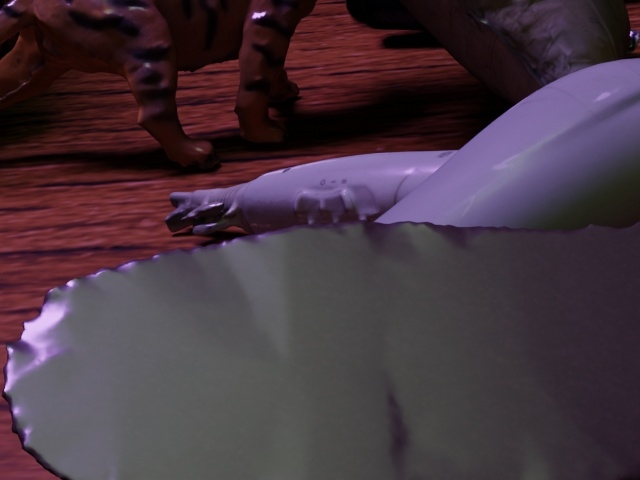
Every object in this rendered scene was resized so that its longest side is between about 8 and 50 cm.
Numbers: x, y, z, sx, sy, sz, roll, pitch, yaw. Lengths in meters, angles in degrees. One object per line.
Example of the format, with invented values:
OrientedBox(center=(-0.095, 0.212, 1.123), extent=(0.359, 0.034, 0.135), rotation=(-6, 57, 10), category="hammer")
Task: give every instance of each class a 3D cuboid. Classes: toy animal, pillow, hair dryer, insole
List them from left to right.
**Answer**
OrientedBox(center=(-0.099, -0.095, 0.890), extent=(0.255, 0.116, 0.114), rotation=(-14, 18, -20), category="toy animal")
OrientedBox(center=(0.000, 0.000, 0.684), extent=(0.206, 0.075, 0.237), rotation=(-28, 20, -35), category="hair dryer")
OrientedBox(center=(0.040, -0.171, 0.895), extent=(0.075, 0.302, 0.185), rotation=(-44, 3, 23), category="pillow")
OrientedBox(center=(0.074, 0.029, 0.549), extent=(0.327, 0.007, 0.111), rotation=(-6, 49, -13), category="insole")

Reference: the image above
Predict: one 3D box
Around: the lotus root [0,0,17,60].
OrientedBox(center=(-0.255, -0.110, 0.982), extent=(0.221, 0.118, 0.125), rotation=(-6, 19, 11), category="lotus root")

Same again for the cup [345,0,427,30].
OrientedBox(center=(0.090, -0.212, 1.109), extent=(0.177, 0.166, 0.239), rotation=(-10, 17, 1), category="cup")
